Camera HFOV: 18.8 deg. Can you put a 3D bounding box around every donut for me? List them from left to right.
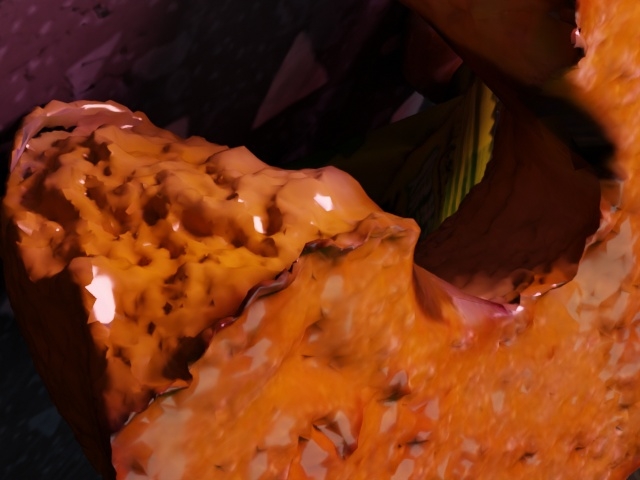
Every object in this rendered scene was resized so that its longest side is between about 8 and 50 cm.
[{"bbox_3d":[0.060,-0.018,0.909,0.435,0.163,0.378,-48,138,-9],"label":"donut"}]

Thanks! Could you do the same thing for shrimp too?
[{"bbox_3d":[0.128,-0.130,1.113,0.144,0.052,0.251,-57,156,12],"label":"shrimp"}]

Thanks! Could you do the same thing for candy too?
[{"bbox_3d":[0.000,0.000,1.039,0.246,0.069,0.149,-22,145,-21],"label":"candy"}]

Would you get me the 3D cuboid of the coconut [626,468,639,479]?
[{"bbox_3d":[0.308,0.037,1.353,0.404,0.404,0.405,-40,156,-22],"label":"coconut"}]
